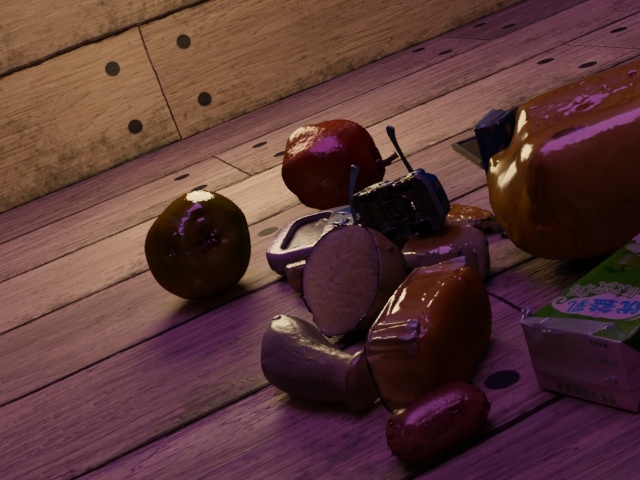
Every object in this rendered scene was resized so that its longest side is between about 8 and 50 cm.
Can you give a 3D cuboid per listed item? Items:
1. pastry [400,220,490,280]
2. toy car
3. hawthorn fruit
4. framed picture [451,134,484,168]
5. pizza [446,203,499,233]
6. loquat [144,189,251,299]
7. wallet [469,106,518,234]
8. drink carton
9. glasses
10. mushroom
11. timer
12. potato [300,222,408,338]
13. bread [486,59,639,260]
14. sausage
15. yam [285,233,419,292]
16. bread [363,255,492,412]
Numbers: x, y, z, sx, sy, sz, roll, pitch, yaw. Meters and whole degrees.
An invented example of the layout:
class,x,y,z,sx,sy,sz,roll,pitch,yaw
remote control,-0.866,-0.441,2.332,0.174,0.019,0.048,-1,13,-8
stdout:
class,x,y,z,sx,sy,sz,roll,pitch,yaw
pastry,0.202,0.030,1.725,0.165,0.088,0.166,-16,19,6
toy car,0.145,-0.063,1.781,0.100,0.097,0.191,-34,13,-38
hawthorn fruit,0.046,-0.160,2.239,0.253,0.205,0.205,-1,25,32
framed picture,0.454,-0.237,2.333,0.289,0.020,0.211,-20,18,-4
pizza,0.261,-0.035,1.928,0.099,0.036,0.160,-17,17,-21
loquat,-0.235,0.013,2.043,0.213,0.213,0.246,-25,-4,-17
wallet,0.330,-0.128,1.859,0.059,0.202,0.141,-9,17,31
drink carton,0.400,0.091,1.331,0.271,0.108,0.161,-30,22,-31
glasses,0.134,-0.077,1.911,0.088,0.221,0.190,21,53,34
mushroom,-0.009,0.179,1.506,0.108,0.096,0.247,-29,26,-28
timer,0.000,0.000,2.034,0.190,0.069,0.208,-12,21,19
potato,0.070,0.068,1.698,0.117,0.182,0.202,8,-24,-35
bread,0.457,-0.114,1.655,0.394,0.250,0.361,-20,16,9
sausage,0.142,0.219,1.284,0.141,0.076,0.076,-24,19,-13
yam,0.080,0.034,1.865,0.299,0.066,0.066,-14,19,15
bread,0.155,0.126,1.427,0.107,0.136,0.241,-8,21,31
